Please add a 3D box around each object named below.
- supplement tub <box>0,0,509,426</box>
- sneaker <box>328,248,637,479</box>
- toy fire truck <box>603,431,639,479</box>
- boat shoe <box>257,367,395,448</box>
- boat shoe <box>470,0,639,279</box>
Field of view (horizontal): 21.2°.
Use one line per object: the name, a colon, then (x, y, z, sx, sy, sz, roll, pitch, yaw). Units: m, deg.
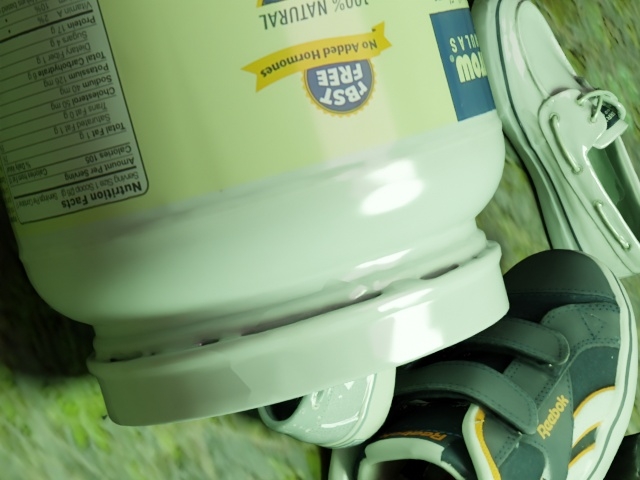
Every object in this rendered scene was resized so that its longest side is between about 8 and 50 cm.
supplement tub: (-0.048, -0.098, 0.805, 0.235, 0.235, 0.325, -21, 97, -50)
sneaker: (0.096, 0.111, 1.010, 0.127, 0.126, 0.321, 49, 48, -34)
toy fire truck: (0.170, 0.278, 1.062, 0.217, 0.158, 0.246, 46, 39, -33)
boat shoe: (-0.001, 0.001, 0.958, 0.081, 0.079, 0.228, 14, 73, -52)
boat shoe: (0.180, -0.077, 1.193, 0.083, 0.075, 0.226, -43, 114, -46)
